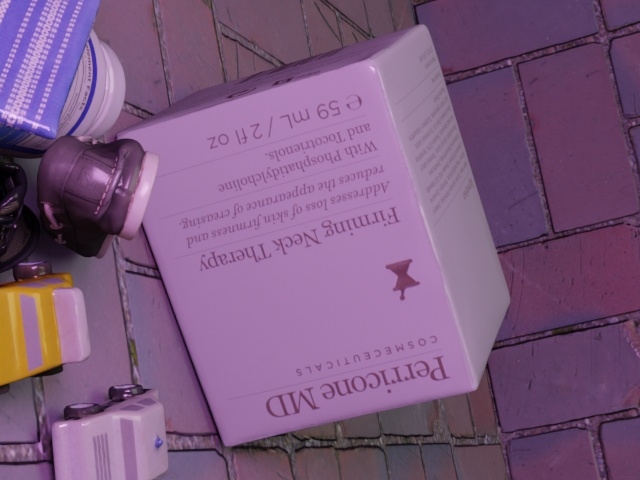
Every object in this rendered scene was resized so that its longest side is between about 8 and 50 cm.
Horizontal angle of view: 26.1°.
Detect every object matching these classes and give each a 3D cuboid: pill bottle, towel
[{"bbox_3d":[-0.284,-0.152,1.219,0.272,0.152,0.152,4,73,-71],"label":"pill bottle"},{"bbox_3d":[-0.326,-0.222,1.029,0.336,0.040,0.243,24,42,-15],"label":"towel"}]

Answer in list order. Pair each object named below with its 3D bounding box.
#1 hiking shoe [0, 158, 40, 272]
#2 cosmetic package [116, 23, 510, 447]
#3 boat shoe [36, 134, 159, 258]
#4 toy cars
[{"bbox_3d":[-0.286,-0.021,1.172,0.227,0.114,0.086,17,60,-69],"label":"hiking shoe"},{"bbox_3d":[0.009,-0.017,1.685,0.327,0.329,0.394,-49,121,-69],"label":"cosmetic package"},{"bbox_3d":[-0.219,-0.050,1.282,0.335,0.095,0.112,169,-59,-75],"label":"boat shoe"},{"bbox_3d":[-0.211,0.135,1.258,0.394,0.087,0.176,64,28,-49],"label":"toy cars"}]
